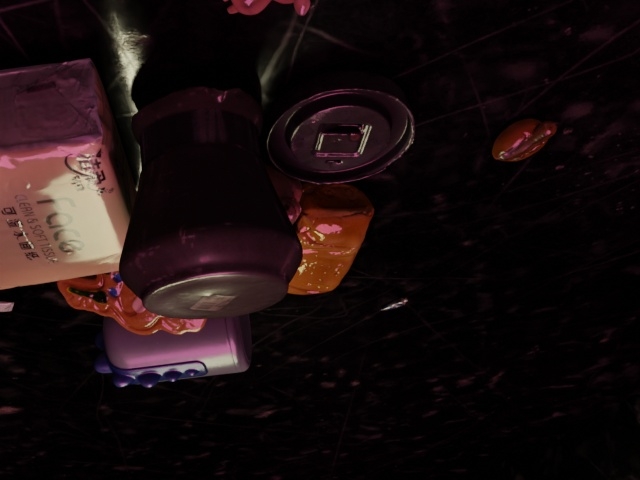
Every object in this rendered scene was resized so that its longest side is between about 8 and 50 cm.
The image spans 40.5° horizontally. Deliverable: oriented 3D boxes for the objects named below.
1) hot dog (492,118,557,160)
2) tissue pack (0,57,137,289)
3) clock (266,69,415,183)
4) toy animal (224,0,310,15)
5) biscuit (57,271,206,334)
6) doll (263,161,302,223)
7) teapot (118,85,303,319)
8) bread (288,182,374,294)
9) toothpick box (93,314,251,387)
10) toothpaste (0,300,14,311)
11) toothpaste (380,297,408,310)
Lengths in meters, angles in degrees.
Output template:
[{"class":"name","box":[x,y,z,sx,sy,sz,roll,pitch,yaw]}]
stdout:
[{"class":"hot dog","box":[0.405,-0.198,1.714,0.140,0.060,0.090,-32,146,27]},{"class":"tissue pack","box":[-0.507,-0.100,1.524,0.332,0.205,0.405,-10,149,-5]},{"class":"clock","box":[0.036,-0.207,1.618,0.281,0.055,0.280,-6,148,-4]},{"class":"toy animal","box":[-0.078,-0.379,1.295,0.150,0.089,0.083,-13,152,25]},{"class":"biscuit","box":[-0.397,0.102,1.856,0.334,0.047,0.202,23,112,-5]},{"class":"doll","box":[-0.102,-0.054,1.761,0.156,0.201,0.303,-40,160,-19]},{"class":"teapot","box":[-0.212,-0.054,1.522,0.306,0.361,0.376,5,155,-29]},{"class":"bread","box":[0.000,0.000,1.870,0.167,0.132,0.294,9,144,-17]},{"class":"toothpick box","box":[-0.350,0.220,2.016,0.355,0.263,0.263,-8,148,2]},{"class":"toothpaste","box":[-0.827,0.150,2.010,0.218,0.033,0.052,5,150,-26]},{"class":"toothpaste","box":[0.195,0.170,2.288,0.083,0.019,0.027,-27,161,34]}]
